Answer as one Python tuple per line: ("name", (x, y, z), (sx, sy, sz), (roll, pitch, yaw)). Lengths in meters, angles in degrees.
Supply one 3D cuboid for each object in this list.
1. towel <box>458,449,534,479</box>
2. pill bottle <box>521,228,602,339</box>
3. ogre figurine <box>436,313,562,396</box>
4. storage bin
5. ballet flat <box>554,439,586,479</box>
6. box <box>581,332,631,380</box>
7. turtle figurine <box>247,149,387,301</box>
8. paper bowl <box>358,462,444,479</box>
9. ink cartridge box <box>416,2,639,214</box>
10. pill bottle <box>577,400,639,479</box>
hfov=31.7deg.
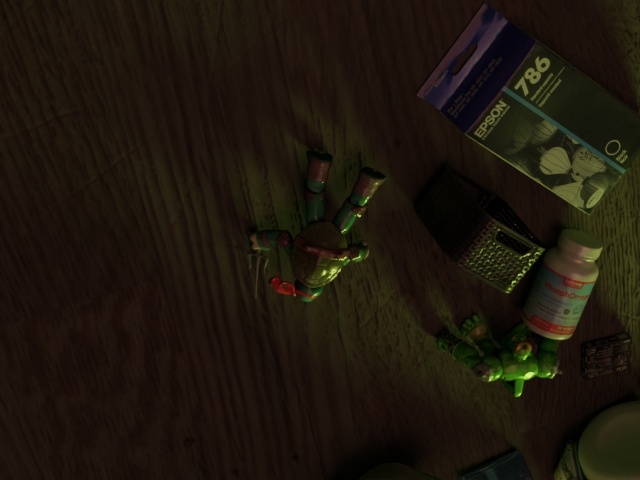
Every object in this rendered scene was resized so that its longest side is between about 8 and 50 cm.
("towel", (0.302, 0.410, 1.925), (0.120, 0.067, 0.029), (-23, 165, -7))
("pill bottle", (0.376, 0.066, 1.744), (0.087, 0.087, 0.160), (8, 115, -20))
("ogre figurine", (0.296, 0.177, 1.764), (0.197, 0.118, 0.096), (17, 112, -24))
("storage bin", (0.222, -0.018, 1.599), (0.122, 0.180, 0.084), (28, 108, -27))
("ballet flat", (0.445, 0.426, 1.980), (0.070, 0.070, 0.188), (-27, 118, 0))
("box", (0.477, 0.194, 1.883), (0.083, 0.018, 0.067), (-13, 121, -9))
("turtle figurine", (0.000, 0.000, 1.590), (0.175, 0.118, 0.234), (14, 108, -22))
("paper bowl", (0.095, 0.491, 1.781), (0.148, 0.284, 0.284), (28, 108, -26))
("ink cartridge box", (0.313, -0.180, 1.606), (0.333, 0.065, 0.165), (28, 108, -26))
("pill bottle", (0.581, 0.452, 1.955), (0.188, 0.188, 0.334), (-29, 122, 1))
